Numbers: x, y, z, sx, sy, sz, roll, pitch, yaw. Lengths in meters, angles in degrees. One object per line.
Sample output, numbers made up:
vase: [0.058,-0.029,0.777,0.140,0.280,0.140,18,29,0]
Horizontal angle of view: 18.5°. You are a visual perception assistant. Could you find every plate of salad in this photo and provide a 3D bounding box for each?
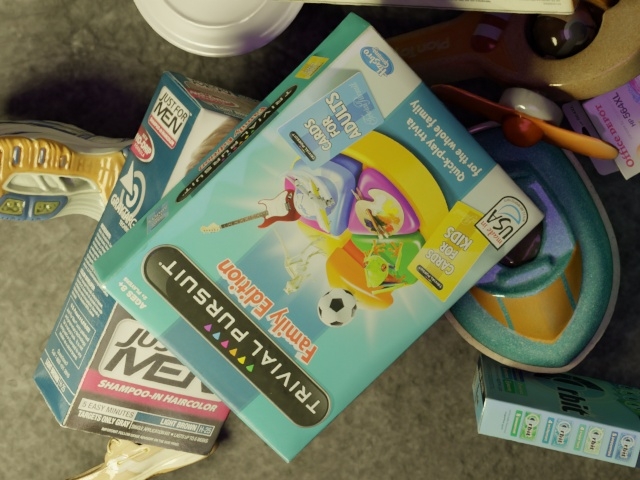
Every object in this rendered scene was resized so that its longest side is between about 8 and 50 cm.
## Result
plate of salad: [-0.098,-0.281,1.939,0.200,0.048,0.200,2,98,17]

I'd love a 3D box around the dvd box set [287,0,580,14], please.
dvd box set: [0.055,-0.378,1.686,0.307,0.062,0.420,4,138,21]

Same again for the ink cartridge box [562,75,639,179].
ink cartridge box: [0.321,-0.129,1.936,0.143,0.090,0.092,-31,99,7]

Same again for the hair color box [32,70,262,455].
hair color box: [-0.129,0.027,1.912,0.174,0.105,0.347,15,107,-32]

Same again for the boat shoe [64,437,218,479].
boat shoe: [-0.194,0.221,2.048,0.170,0.063,0.059,-22,98,-3]

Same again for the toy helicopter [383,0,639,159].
toy helicopter: [0.161,-0.174,1.890,0.355,0.140,0.235,-12,64,22]

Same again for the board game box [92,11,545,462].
board game box: [0.000,0.000,1.812,0.336,0.079,0.254,-44,110,1]

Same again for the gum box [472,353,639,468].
gum box: [0.248,0.172,1.969,0.184,0.157,0.041,12,103,-1]

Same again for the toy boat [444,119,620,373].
toy boat: [0.139,0.041,1.950,0.318,0.148,0.267,-26,100,7]

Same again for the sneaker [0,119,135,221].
sneaker: [-0.221,-0.073,1.963,0.296,0.131,0.112,13,107,-25]
